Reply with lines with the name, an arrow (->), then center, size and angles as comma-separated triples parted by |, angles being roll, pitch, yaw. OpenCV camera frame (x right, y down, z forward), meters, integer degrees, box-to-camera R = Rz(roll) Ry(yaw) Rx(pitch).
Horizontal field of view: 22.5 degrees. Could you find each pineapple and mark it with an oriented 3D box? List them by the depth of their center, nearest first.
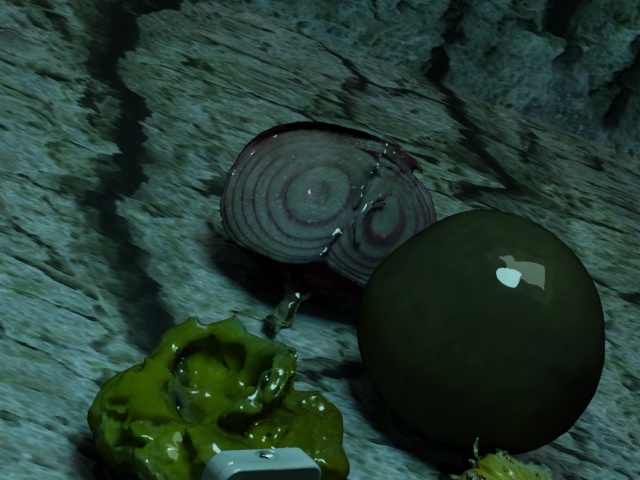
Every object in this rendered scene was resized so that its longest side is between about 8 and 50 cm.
pineapple -> 0.195, 0.290, 1.768 | 0.135, 0.079, 0.233 | 44, 22, 21

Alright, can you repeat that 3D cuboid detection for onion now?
onion -> 0.015, -0.024, 2.107 | 0.256, 0.272, 0.230 | 49, 6, 33

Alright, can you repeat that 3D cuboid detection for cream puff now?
cream puff -> -0.090, 0.179, 1.575 | 0.282, 0.185, 0.282 | 25, 21, -10

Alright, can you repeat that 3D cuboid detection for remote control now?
remote control -> -0.083, 0.275, 1.276 | 0.103, 0.250, 0.034 | 5, 25, -42

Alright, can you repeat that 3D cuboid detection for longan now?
longan -> 0.192, 0.108, 1.883 | 0.297, 0.297, 0.297 | 21, 22, -9
